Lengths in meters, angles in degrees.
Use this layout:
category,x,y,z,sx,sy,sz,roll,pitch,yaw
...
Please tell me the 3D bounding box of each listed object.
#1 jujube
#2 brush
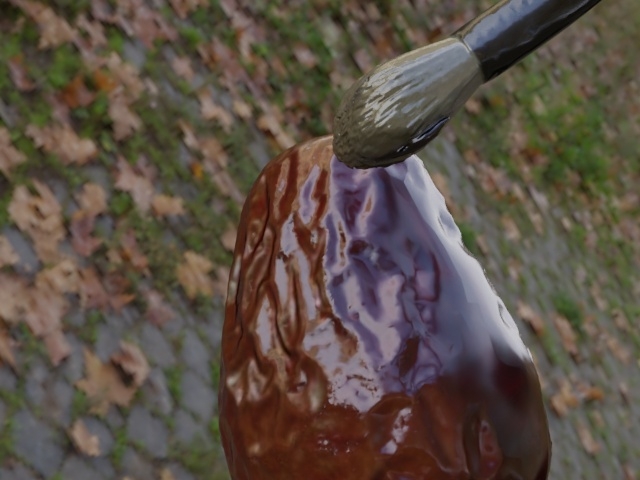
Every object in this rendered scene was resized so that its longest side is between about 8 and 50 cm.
category,x,y,z,sx,sy,sz,roll,pitch,yaw
jujube,0.029,0.071,0.803,0.190,0.190,0.255,14,58,-59
brush,0.128,-0.120,0.585,0.039,0.299,0.042,56,-6,-2
